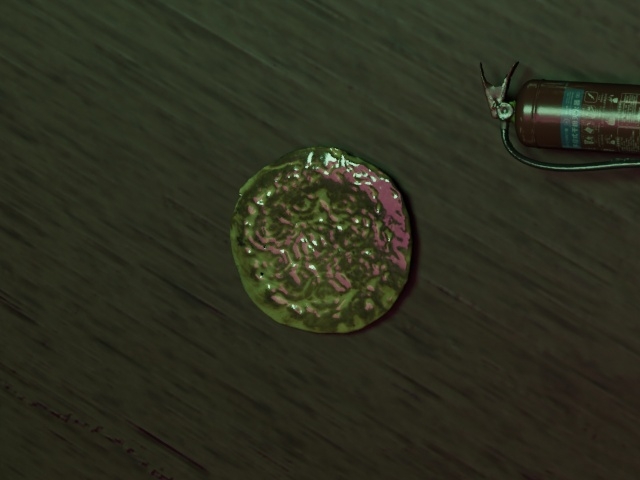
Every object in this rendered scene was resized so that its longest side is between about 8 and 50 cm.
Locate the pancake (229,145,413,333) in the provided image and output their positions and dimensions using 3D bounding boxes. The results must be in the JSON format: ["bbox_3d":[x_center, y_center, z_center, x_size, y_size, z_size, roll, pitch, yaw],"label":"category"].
[{"bbox_3d":[0.000,0.000,0.989,0.115,0.011,0.115,5,106,17],"label":"pancake"}]

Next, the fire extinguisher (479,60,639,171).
[{"bbox_3d":[0.145,-0.062,0.910,0.132,0.039,0.056,4,97,18],"label":"fire extinguisher"}]
